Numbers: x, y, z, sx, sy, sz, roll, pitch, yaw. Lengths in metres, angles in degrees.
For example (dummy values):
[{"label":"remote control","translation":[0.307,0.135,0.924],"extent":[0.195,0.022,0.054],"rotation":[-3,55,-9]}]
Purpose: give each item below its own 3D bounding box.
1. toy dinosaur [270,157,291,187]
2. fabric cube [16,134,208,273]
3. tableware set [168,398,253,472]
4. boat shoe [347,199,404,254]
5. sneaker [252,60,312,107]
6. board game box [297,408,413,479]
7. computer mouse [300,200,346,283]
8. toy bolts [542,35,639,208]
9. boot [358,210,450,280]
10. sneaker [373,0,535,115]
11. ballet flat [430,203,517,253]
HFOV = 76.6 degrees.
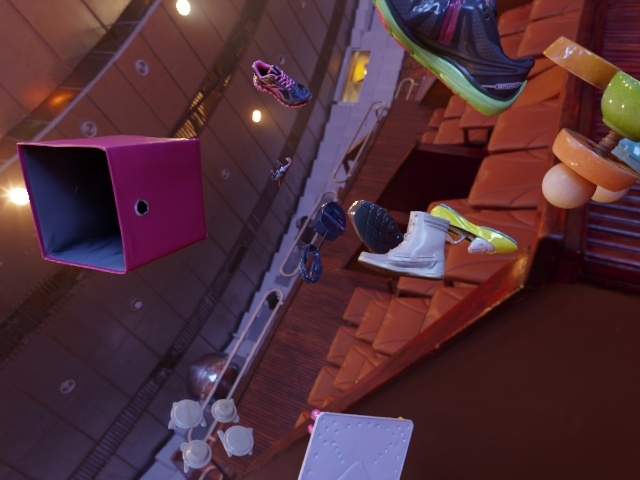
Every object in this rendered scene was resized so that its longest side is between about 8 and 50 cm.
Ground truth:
[{"label":"toy dinosaur","translation":[-0.111,-0.211,1.210],"extent":[0.090,0.082,0.047],"rotation":[43,-145,-46]},{"label":"fabric cube","translation":[-0.440,-0.098,0.905],"extent":[0.258,0.260,0.253],"rotation":[-35,-51,-61]},{"label":"tableware set","translation":[-0.220,0.384,0.824],"extent":[0.169,0.141,0.020],"rotation":[7,-56,-35]},{"label":"boat shoe","translation":[0.193,-0.001,1.285],"extent":[0.324,0.120,0.122],"rotation":[44,-101,-27]},{"label":"sneaker","translation":[-0.069,-0.271,0.695],"extent":[0.047,0.120,0.057],"rotation":[-59,-13,-14]},{"label":"board game box","translation":[0.079,0.698,1.177],"extent":[0.390,0.050,0.389],"rotation":[22,-97,-34]},{"label":"computer mouse","translation":[0.000,0.000,0.846],"extent":[0.071,0.041,0.242],"rotation":[43,-139,-16]},{"label":"toy bolts","translation":[0.375,-0.141,0.552],"extent":[0.229,0.218,0.158],"rotation":[6,-47,-28]},{"label":"boot","translation":[0.211,0.006,1.017],"extent":[0.077,0.214,0.164],"rotation":[59,-139,-77]},{"label":"sneaker","translation":[0.313,-0.518,0.985],"extent":[0.202,0.483,0.185],"rotation":[-49,11,25]},{"label":"ballet flat","translation":[0.383,-0.011,1.047],"extent":[0.077,0.231,0.077],"rotation":[-53,-19,-17]}]
